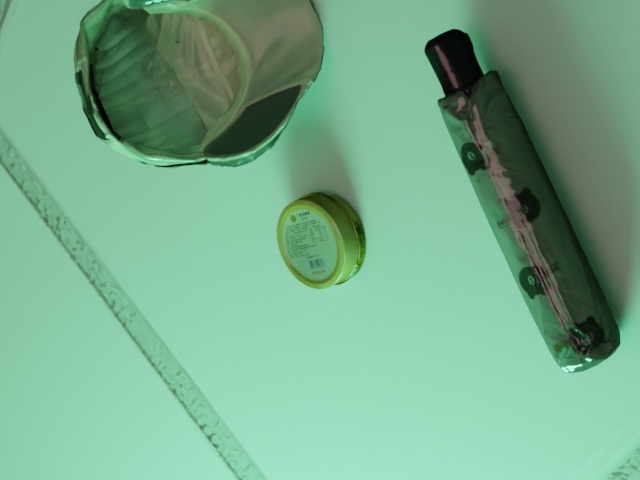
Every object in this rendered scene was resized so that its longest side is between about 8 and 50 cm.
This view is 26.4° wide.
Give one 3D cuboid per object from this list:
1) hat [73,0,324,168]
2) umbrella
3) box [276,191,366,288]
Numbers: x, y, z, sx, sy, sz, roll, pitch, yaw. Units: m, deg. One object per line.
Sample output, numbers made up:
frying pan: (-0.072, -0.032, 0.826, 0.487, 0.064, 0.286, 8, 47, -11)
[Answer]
hat: (-0.127, -0.193, 1.462, 0.275, 0.161, 0.232, -25, 99, 24)
umbrella: (0.183, -0.038, 1.263, 0.067, 0.073, 0.337, -26, 87, 15)
box: (0.000, 0.000, 1.483, 0.105, 0.037, 0.105, 19, 119, 38)
